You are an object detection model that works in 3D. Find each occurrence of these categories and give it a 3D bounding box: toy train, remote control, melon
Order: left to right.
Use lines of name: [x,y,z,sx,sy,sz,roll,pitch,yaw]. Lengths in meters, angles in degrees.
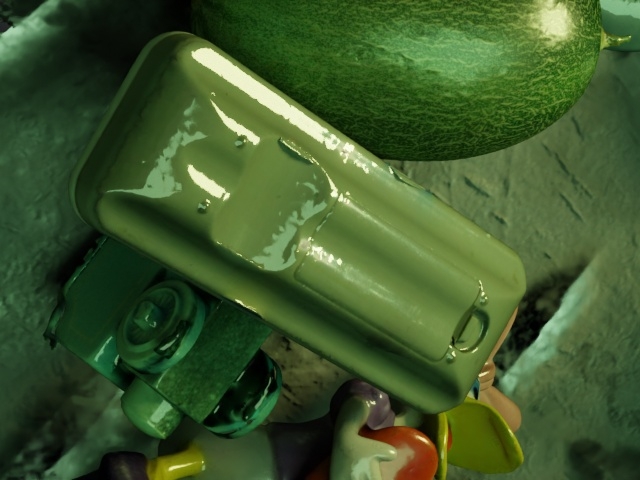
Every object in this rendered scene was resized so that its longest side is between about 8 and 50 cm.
toy train: [-0.078,0.031,1.247,0.203,0.163,0.112,-51,126,-9]
remote control: [0.000,0.000,1.146,0.335,0.065,0.128,32,88,-38]
melon: [0.059,-0.140,1.201,0.288,0.182,0.182,8,115,-4]

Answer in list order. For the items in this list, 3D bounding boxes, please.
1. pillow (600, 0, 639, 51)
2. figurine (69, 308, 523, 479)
pillow: [0.223,-0.246,1.285,0.214,0.086,0.233,26,104,-22]
figurine: [0.003,0.162,1.338,0.421,0.193,0.154,-16,119,-27]
